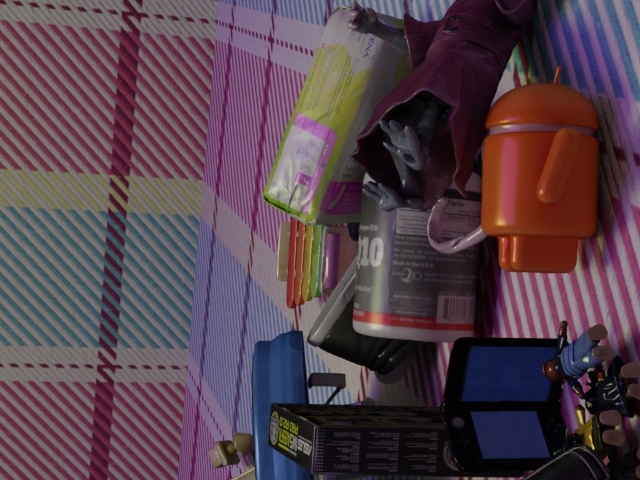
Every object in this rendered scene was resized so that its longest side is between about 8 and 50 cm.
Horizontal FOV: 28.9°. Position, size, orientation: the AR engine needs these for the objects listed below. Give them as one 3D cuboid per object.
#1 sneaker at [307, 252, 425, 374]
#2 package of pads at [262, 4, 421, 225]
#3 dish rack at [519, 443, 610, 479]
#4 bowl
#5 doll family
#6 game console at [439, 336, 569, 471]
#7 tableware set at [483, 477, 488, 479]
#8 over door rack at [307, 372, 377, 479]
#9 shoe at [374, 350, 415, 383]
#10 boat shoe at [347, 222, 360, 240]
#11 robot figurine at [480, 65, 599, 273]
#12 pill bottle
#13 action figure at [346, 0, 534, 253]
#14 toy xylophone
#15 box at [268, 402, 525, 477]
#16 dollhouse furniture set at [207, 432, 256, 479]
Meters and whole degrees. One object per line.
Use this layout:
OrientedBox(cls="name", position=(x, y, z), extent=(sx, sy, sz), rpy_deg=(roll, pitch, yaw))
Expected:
OrientedBox(cls="sneaker", position=(0.119, 0.062, 1.800), extent=(0.296, 0.147, 0.104), rpy_deg=(-56, 7, -2))
OrientedBox(cls="package of pads", position=(0.052, -0.167, 1.717), extent=(0.101, 0.229, 0.297), rpy_deg=(28, 105, 25))
OrientedBox(cls="dish rack", position=(0.266, 0.358, 1.235), extent=(0.272, 0.074, 0.208), rpy_deg=(60, 155, 16))
OrientedBox(cls="bowl", position=(-0.050, 0.327, 1.818), extent=(0.391, 0.077, 0.391), rpy_deg=(176, 90, -90))
OrientedBox(cls="doll family", position=(0.280, 0.175, 1.275), extent=(0.111, 0.076, 0.193), rpy_deg=(119, 154, -65))
OrientedBox(cls="game console", position=(0.212, 0.180, 1.364), extent=(0.085, 0.144, 0.124), rpy_deg=(109, 157, -46))
OrientedBox(cls="tableware set", position=(0.196, 0.389, 1.601), extent=(0.104, 0.024, 0.154), rpy_deg=(-107, 25, -47))
OrientedBox(cls="over door rack", position=(0.043, 0.356, 1.935), extent=(0.324, 0.108, 0.240), rpy_deg=(86, 179, -71))
OrientedBox(cls="shoe", position=(0.106, 0.127, 1.887), extent=(0.081, 0.063, 0.178), rpy_deg=(180, 98, -75))
OrientedBox(cls="boat shoe", position=(0.089, -0.154, 1.898), extent=(0.158, 0.127, 0.341), rpy_deg=(-109, 17, -45))
OrientedBox(cls="robot figurine", position=(0.239, -0.074, 1.346), extent=(0.128, 0.158, 0.219), rpy_deg=(0, 87, 31))
OrientedBox(cls="pill bottle", position=(0.131, -0.014, 1.635), extent=(0.161, 0.161, 0.283), rpy_deg=(-177, 91, -74))
OrientedBox(cls="action figure", position=(0.185, -0.213, 1.475), extent=(0.248, 0.275, 0.370), rpy_deg=(-16, 38, 53))
OrientedBox(cls="toy xylophone", position=(0.000, 0.000, 2.224), extent=(0.322, 0.081, 0.236), rpy_deg=(162, 110, -72))
OrientedBox(cls="box", position=(0.089, 0.247, 1.551), extent=(0.216, 0.270, 0.060), rpy_deg=(-178, 91, -73))
OrientedBox(cls="dollhouse furniture set", position=(-0.028, 0.467, 2.210), extent=(0.173, 0.355, 0.303), rpy_deg=(-31, 71, 20))
